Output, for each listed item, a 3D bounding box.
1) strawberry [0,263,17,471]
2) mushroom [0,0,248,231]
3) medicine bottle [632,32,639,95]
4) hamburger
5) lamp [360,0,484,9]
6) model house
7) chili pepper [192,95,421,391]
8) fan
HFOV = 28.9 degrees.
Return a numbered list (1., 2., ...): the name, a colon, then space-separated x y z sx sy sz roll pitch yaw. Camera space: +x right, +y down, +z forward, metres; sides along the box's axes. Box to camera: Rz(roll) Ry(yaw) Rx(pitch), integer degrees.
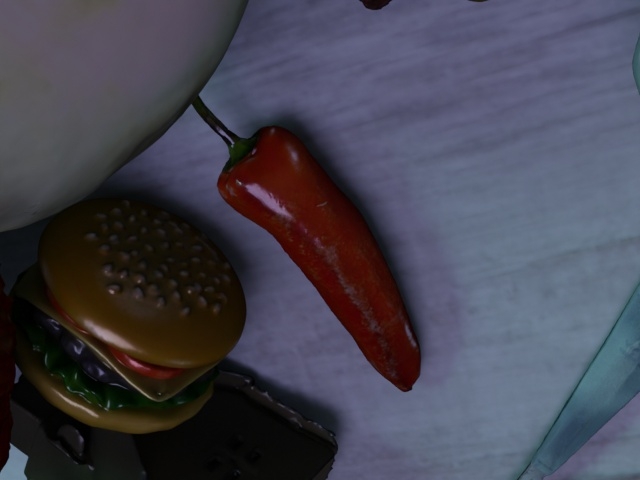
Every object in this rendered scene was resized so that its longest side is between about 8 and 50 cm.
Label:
1. strawberry: -0.320 0.029 0.775 0.351 0.267 0.312 22 114 39
2. mushroom: -0.210 -0.186 0.600 0.353 0.325 0.353 5 107 16
3. medicine bottle: 0.311 -0.084 0.584 0.296 0.111 0.161 7 138 -12
4. hamburger: -0.126 0.049 0.821 0.162 0.162 0.115 32 122 -4
5. lamp: 0.123 -0.189 0.633 0.253 0.118 0.118 -8 117 17
6. model house: -0.158 0.191 0.905 0.243 0.204 0.211 34 125 16
7. chili pepper: 0.000 0.000 0.809 0.063 0.071 0.272 -41 112 -8
8. fan: 0.176 0.116 0.850 0.057 0.023 0.282 30 122 -4
